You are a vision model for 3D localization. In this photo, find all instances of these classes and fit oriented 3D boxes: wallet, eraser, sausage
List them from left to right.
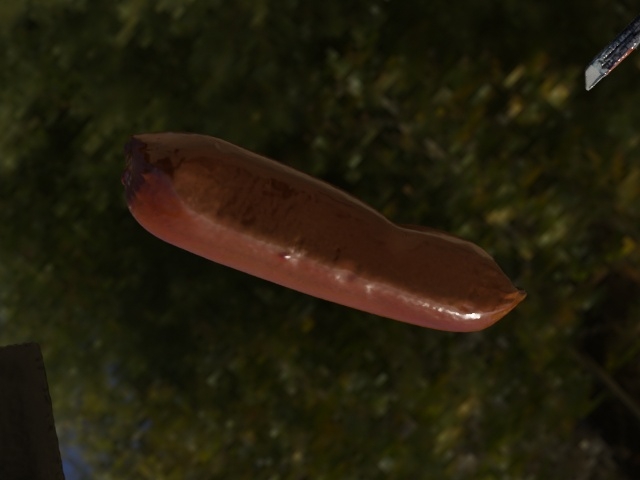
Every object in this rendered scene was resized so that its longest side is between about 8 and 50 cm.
[{"bbox_3d":[-0.246,0.197,1.452,0.124,0.025,0.244,-9,-113,-11],"label":"wallet"},{"bbox_3d":[0.000,0.000,1.591,0.348,0.094,0.097,22,178,-11],"label":"sausage"},{"bbox_3d":[0.234,-0.152,1.492,0.019,0.099,0.027,46,-155,0],"label":"eraser"}]
